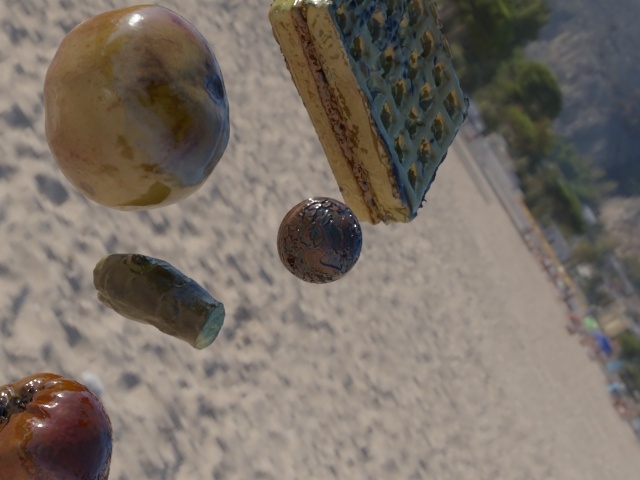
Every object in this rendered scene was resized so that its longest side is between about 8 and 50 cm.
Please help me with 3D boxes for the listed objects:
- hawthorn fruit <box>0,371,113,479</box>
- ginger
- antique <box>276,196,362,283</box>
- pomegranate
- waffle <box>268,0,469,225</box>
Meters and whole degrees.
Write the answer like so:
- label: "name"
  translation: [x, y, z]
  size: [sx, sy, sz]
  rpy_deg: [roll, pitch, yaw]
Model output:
- label: "hawthorn fruit"
  translation: [-0.322, 0.271, 1.526]
  size: [0.196, 0.196, 0.225]
  rpy_deg: [-108, -179, -58]
- label: "ginger"
  translation: [-0.274, 0.092, 2.171]
  size: [0.263, 0.116, 0.109]
  rpy_deg: [25, -5, 28]
- label: "antique"
  translation: [0.000, 0.000, 1.451]
  size: [0.104, 0.104, 0.104]
  rpy_deg: [57, 9, -13]
- label: "pomegranate"
  translation: [-0.316, -0.214, 2.135]
  size: [0.338, 0.338, 0.338]
  rpy_deg: [57, 9, -13]
- label: "waffle"
  translation: [0.080, -0.238, 1.769]
  size: [0.261, 0.114, 0.376]
  rpy_deg: [-56, 138, -35]
